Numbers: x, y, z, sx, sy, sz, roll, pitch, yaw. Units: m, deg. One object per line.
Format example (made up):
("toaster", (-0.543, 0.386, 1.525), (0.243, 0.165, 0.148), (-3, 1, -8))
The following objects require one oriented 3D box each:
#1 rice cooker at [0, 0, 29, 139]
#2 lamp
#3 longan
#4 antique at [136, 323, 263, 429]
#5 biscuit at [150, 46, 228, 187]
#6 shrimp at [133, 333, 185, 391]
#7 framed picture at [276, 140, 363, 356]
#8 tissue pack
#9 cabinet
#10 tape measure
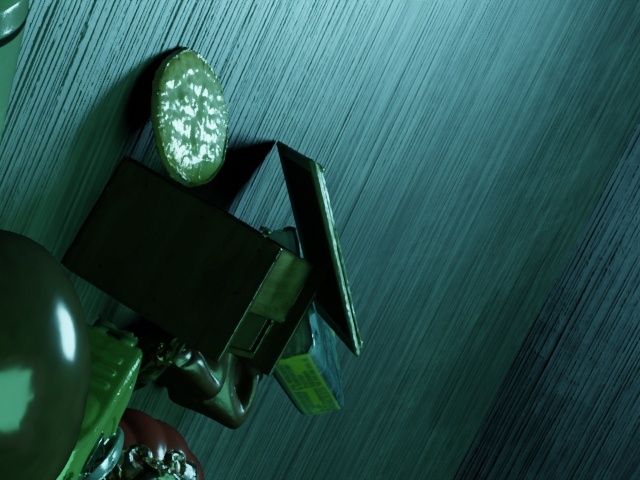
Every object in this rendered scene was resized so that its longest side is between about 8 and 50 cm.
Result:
("rice cooker", (-0.323, -0.137, 1.138), (0.226, 0.226, 0.244), (-29, 147, -53))
("lamp", (-0.248, 0.314, 1.939), (0.227, 0.227, 0.227), (-47, 156, -28))
("longan", (-0.336, 0.123, 1.418), (0.300, 0.243, 0.300), (-15, 117, -31))
("antique", (-0.143, 0.137, 2.050), (0.143, 0.121, 0.257), (-61, 154, -21))
("biscuit", (-0.139, -0.131, 1.733), (0.152, 0.020, 0.152), (12, 76, -62))
("shrimp", (-0.243, 0.159, 1.866), (0.195, 0.035, 0.148), (-36, 162, 36))
("framed picture", (0.000, 0.000, 1.924), (0.296, 0.019, 0.232), (-137, -147, -78))
("tissue pack", (-0.034, 0.114, 2.183), (0.081, 0.185, 0.257), (-12, 156, 5))
("cabinet", (-0.131, 0.029, 1.784), (0.148, 0.215, 0.175), (-59, 159, 1))
("tape measure", (-0.258, 0.205, 1.631), (0.175, 0.106, 0.200), (109, 5, -46))
